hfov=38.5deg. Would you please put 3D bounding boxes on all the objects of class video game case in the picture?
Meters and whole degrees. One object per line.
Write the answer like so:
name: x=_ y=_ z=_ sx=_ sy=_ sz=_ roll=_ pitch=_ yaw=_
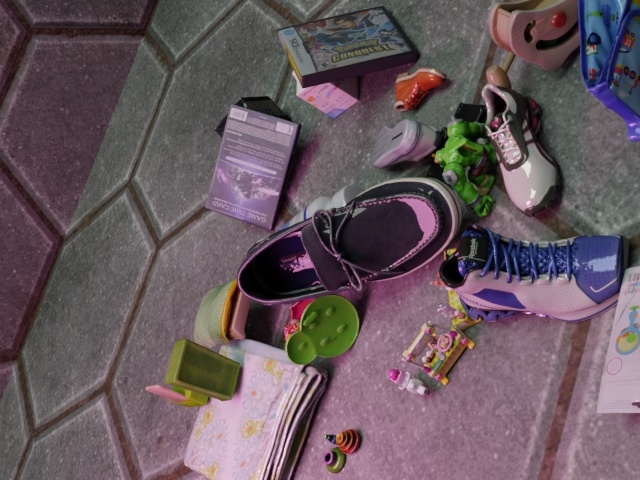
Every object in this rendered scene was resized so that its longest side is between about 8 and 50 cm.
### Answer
video game case: x=0.057 y=-0.460 z=2.157 sx=0.274 sy=0.035 sz=0.248 roll=-14 pitch=41 yaw=-7
video game case: x=-0.170 y=-0.183 z=2.291 sx=0.196 sy=0.026 sz=0.274 roll=19 pitch=101 yaw=20

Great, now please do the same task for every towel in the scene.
towel: x=-0.155 y=0.382 z=1.989 sx=0.374 sy=0.090 sz=0.321 roll=8 pitch=74 yaw=56

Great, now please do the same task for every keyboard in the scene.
keyboard: x=0.268 y=-0.195 z=1.860 sx=0.108 sy=0.023 sz=0.180 roll=21 pitch=84 yaw=58

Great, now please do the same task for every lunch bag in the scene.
lunch bag: x=0.498 y=-0.286 z=1.428 sx=0.138 sy=0.221 sz=0.293 roll=-12 pitch=58 yaw=50

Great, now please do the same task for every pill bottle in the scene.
pill bottle: x=0.000 y=0.000 z=1.978 sx=0.272 sy=0.152 sz=0.152 roll=-38 pitch=41 yaw=32

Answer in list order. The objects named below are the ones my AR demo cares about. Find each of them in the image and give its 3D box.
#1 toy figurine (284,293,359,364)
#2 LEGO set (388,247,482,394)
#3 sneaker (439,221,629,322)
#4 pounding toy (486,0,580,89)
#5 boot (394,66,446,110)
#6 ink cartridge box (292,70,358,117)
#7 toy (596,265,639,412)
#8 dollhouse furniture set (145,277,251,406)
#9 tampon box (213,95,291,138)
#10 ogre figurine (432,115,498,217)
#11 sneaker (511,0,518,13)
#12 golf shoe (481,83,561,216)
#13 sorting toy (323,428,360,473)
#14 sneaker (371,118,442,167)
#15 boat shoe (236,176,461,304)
toy figurine: x=-0.025 y=0.181 z=1.921 sx=0.173 sy=0.130 sz=0.159 roll=-39 pitch=16 yaw=-15
LEGO set: x=0.206 y=0.137 z=1.645 sx=0.132 sy=0.107 sz=0.287 roll=10 pitch=76 yaw=55
sneaker: x=0.317 y=0.049 z=1.470 sx=0.315 sy=0.182 sz=0.127 roll=-13 pitch=58 yaw=40
pounding toy: x=0.386 y=-0.411 z=1.699 sx=0.269 sy=0.154 sz=0.155 roll=-46 pitch=36 yaw=5
boot: x=0.215 y=-0.326 z=1.997 sx=0.158 sy=0.059 sz=0.085 roll=-7 pitch=65 yaw=61
ink cartridge box: x=0.010 y=-0.382 z=2.228 sx=0.092 sy=0.143 sz=0.090 roll=-32 pitch=45 yaw=39
toy: x=0.484 y=0.141 z=1.311 sx=0.137 sy=0.056 sz=0.237 roll=-17 pitch=50 yaw=52
dollhouse furniture set: x=-0.276 y=0.204 z=2.058 sx=0.197 sy=0.151 sz=0.302 roll=-18 pitch=53 yaw=50
tampon box: x=-0.174 y=-0.299 z=2.390 sx=0.101 sy=0.161 sz=0.120 roll=47 pitch=113 yaw=10
ogre figurine: x=0.280 y=-0.154 z=1.730 sx=0.097 sy=0.118 sz=0.197 roll=6 pitch=73 yaw=55
sneaker: x=0.421 y=-0.460 z=1.813 sx=0.067 sy=0.042 sz=0.118 roll=-63 pitch=26 yaw=-6
golf shoe: x=0.346 y=-0.163 z=1.649 sx=0.105 sy=0.120 sz=0.273 roll=-36 pitch=44 yaw=33
sorting toy: x=0.030 y=0.398 z=1.766 sx=0.102 sy=0.042 sz=0.061 roll=-52 pitch=35 yaw=17
sneaker: x=0.176 y=-0.193 z=1.932 sx=0.258 sy=0.091 sz=0.094 roll=-178 pitch=105 yaw=-76
boat shoe: x=0.043 y=0.017 z=1.781 sx=0.500 sy=0.156 sz=0.187 roll=-18 pitch=97 yaw=31
